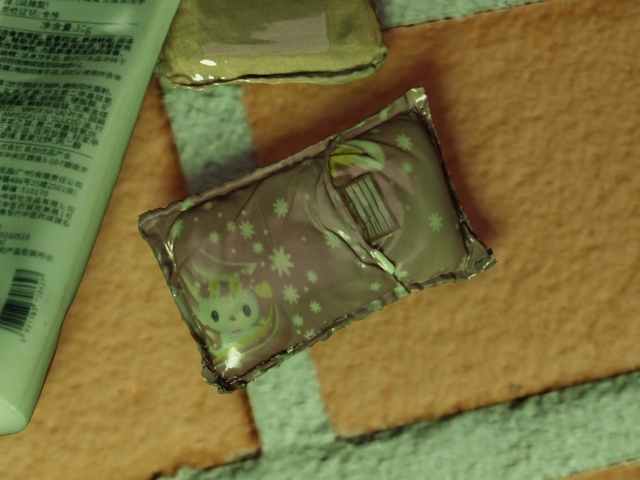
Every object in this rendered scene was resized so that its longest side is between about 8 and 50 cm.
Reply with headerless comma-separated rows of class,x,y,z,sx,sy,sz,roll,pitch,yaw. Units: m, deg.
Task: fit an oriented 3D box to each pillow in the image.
pillow,0.000,0.000,0.890,0.185,0.043,0.118,-24,79,-12
pillow,-0.034,-0.184,0.967,0.135,0.034,0.211,-4,67,-3

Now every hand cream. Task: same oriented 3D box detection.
hand cream,-0.163,-0.024,0.873,0.124,0.077,0.340,6,61,13
